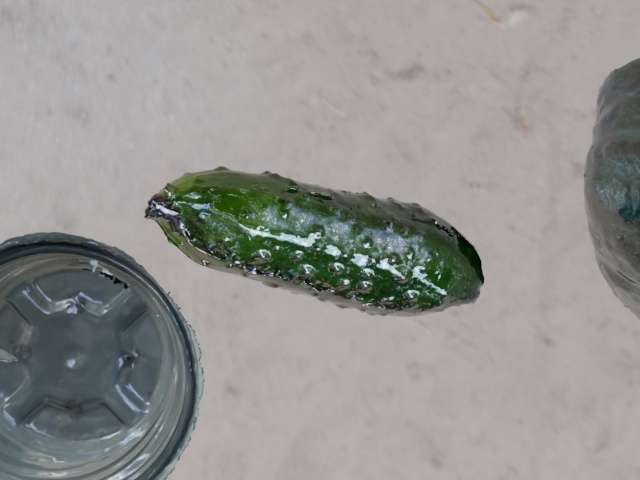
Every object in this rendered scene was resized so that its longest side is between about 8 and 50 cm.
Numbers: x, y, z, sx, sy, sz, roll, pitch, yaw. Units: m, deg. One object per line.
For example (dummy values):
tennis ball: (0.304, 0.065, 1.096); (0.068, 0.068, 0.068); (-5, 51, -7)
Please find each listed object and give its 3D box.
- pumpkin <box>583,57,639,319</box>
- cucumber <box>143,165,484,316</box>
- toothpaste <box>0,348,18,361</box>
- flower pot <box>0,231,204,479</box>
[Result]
pumpkin: (0.322, -0.004, 1.325); (0.293, 0.263, 0.197); (37, 60, -49)
cucumber: (0.000, 0.000, 0.937); (0.227, 0.069, 0.069); (14, 106, -38)
toothpaste: (-0.338, 0.057, 1.155); (0.297, 0.075, 0.048); (6, 89, 27)
flower pot: (-0.191, 0.097, 1.326); (0.235, 0.140, 0.235); (4, 75, -16)
